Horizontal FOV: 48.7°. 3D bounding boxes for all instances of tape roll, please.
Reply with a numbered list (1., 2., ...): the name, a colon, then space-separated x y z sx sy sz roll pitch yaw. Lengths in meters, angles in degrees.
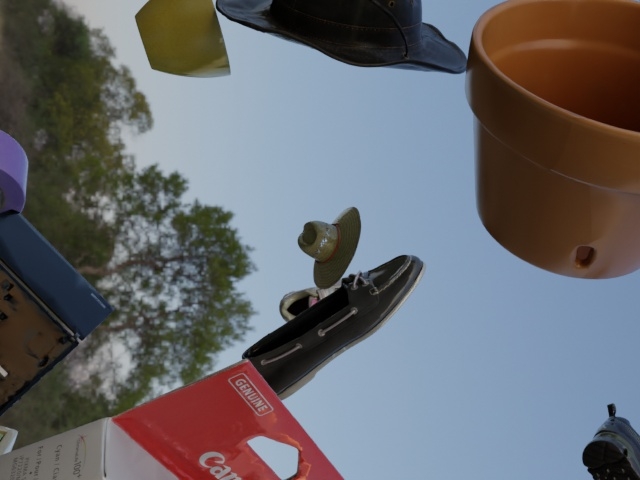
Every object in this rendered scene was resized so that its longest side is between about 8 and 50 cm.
1. tape roll: -0.572 -0.101 1.134 0.189 0.189 0.080 119 -32 -49

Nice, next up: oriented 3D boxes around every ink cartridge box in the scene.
1. ink cartridge box: -0.120 0.254 0.649 0.066 0.261 0.296 -105 169 -47

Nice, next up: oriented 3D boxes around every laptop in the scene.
1. laptop: -0.474 0.101 1.050 0.234 0.264 0.137 47 -28 -7

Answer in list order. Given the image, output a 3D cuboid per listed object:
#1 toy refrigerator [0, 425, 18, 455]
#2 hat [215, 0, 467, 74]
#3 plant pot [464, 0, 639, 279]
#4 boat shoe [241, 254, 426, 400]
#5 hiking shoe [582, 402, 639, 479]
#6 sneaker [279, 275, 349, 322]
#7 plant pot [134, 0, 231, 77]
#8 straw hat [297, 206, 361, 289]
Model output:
1. toy refrigerator: -0.523 0.245 0.853 0.102 0.270 0.094 -146 -103 -79
2. hat: 0.044 -0.313 0.863 0.331 0.332 0.133 -124 -138 -53
3. plant pot: 0.278 -0.099 0.724 0.290 0.291 0.203 -114 -158 -44
4. boat shoe: 0.019 0.122 1.130 0.335 0.095 0.112 -41 -166 5
5. hiking shoe: 0.439 0.321 0.918 0.086 0.114 0.226 -32 -84 46
6. sneaker: 0.018 0.146 1.599 0.111 0.253 0.102 -15 89 -79
7. plant pot: -0.179 -0.263 0.895 0.134 0.095 0.134 163 -90 -82
8. straw hat: 0.000 0.000 1.055 0.144 0.061 0.144 -51 -155 36
